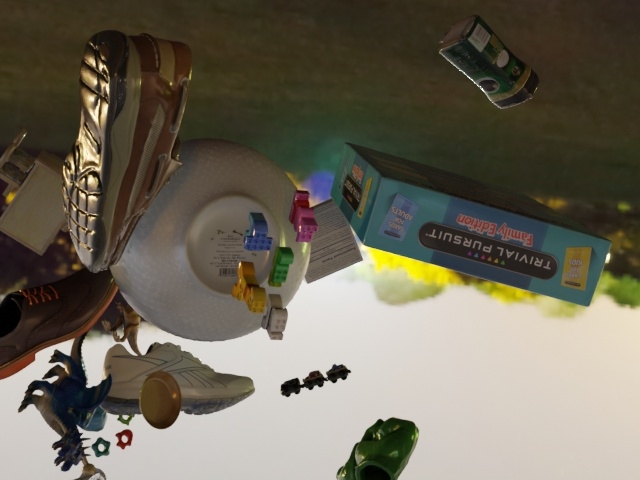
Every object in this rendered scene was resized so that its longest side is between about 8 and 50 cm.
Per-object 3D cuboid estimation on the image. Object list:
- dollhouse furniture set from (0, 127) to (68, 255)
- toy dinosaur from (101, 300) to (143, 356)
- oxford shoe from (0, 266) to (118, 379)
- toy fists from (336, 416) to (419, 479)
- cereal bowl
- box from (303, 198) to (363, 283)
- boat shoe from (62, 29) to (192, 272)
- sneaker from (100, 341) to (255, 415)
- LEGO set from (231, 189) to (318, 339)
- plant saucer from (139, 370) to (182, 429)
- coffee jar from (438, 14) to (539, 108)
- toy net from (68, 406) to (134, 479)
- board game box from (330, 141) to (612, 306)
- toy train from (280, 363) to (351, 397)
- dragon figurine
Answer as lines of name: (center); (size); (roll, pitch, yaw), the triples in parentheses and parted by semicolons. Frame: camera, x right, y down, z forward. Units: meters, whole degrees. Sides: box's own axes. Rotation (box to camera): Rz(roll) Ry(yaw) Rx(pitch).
dollhouse furniture set: (-0.487, -0.110, 1.971); (0.212, 0.161, 0.242); (33, -157, -15)
toy dinosaur: (-0.442, 0.205, 2.474); (0.064, 0.212, 0.112); (19, -153, 39)
oxford shoe: (-0.439, 0.111, 1.702); (0.271, 0.098, 0.097); (-40, -128, -23)
toy fists: (0.099, 0.429, 2.044); (0.096, 0.279, 0.142); (36, -131, 5)
cereal bowl: (-0.161, 0.002, 1.706); (0.338, 0.339, 0.141); (6, -179, -25)
box: (0.000, 0.000, 2.137); (0.126, 0.137, 0.072); (-23, -174, -9)
boat shoe: (-0.213, -0.093, 1.215); (0.119, 0.324, 0.123); (-10, -129, -31)
sneaker: (-0.251, 0.244, 1.912); (0.297, 0.129, 0.111); (8, 153, -32)
LEGO set: (-0.070, 0.050, 1.479); (0.087, 0.227, 0.093); (3, -151, -21)
plant saucer: (-0.232, 0.228, 1.521); (0.015, 0.083, 0.083); (-10, 172, 36)
coffee jar: (0.308, -0.320, 1.932); (0.184, 0.079, 0.096); (39, 157, -22)
toy net: (-0.459, 0.445, 2.205); (0.122, 0.232, 0.045); (20, 153, -27)
board game box: (0.156, -0.028, 1.252); (0.253, 0.079, 0.336); (15, -170, -8)
toy train: (-0.011, 0.292, 2.246); (0.158, 0.036, 0.027); (-18, 142, 10)
dragon figurine: (-0.404, 0.258, 1.785); (0.144, 0.085, 0.289); (30, -144, -2)
